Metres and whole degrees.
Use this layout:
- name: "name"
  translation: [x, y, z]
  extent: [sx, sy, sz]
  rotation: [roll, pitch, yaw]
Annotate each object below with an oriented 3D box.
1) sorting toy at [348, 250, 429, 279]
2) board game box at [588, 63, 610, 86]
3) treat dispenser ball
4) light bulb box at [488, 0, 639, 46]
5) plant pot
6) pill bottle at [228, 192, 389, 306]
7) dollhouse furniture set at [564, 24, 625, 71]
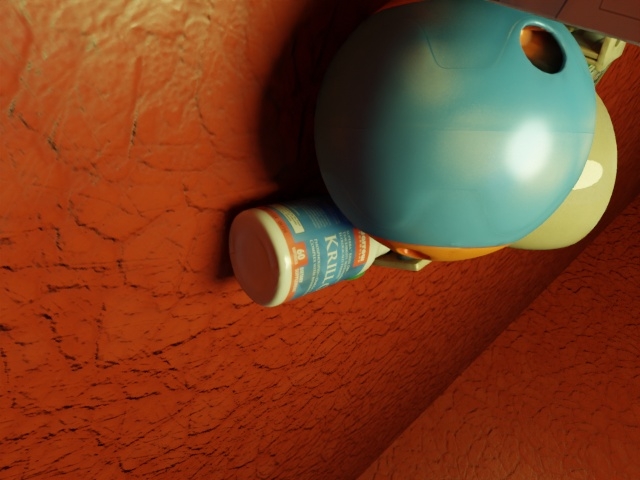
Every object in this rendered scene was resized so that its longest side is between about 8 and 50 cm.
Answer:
- name: "sorting toy"
  translation: [0.159, -0.005, 0.783]
  extent: [0.274, 0.132, 0.047]
  rotation: [-28, 111, -35]
- name: "board game box"
  translation: [0.463, -0.269, 0.880]
  extent: [0.317, 0.046, 0.214]
  rotation: [-36, 155, -27]
- name: "treat dispenser ball"
  translation: [0.136, -0.121, 0.490]
  extent: [0.288, 0.288, 0.288]
  rotation: [-29, 141, -27]
- name: "light bulb box"
  translation: [0.200, -0.358, 0.272]
  extent: [0.225, 0.361, 0.358]
  rotation: [-26, 139, -28]
- name: "plant pot"
  translation: [0.273, -0.114, 0.707]
  extent: [0.190, 0.284, 0.284]
  rotation: [-8, 133, -12]
- name: "pill bottle"
  translation: [0.000, 0.000, 0.600]
  extent: [0.221, 0.124, 0.124]
  rotation: [-17, 134, -39]
- name: "dollhouse furniture set"
  translation: [0.487, -0.408, 0.754]
  extent: [0.183, 0.129, 0.129]
  rotation: [-36, 144, -17]
